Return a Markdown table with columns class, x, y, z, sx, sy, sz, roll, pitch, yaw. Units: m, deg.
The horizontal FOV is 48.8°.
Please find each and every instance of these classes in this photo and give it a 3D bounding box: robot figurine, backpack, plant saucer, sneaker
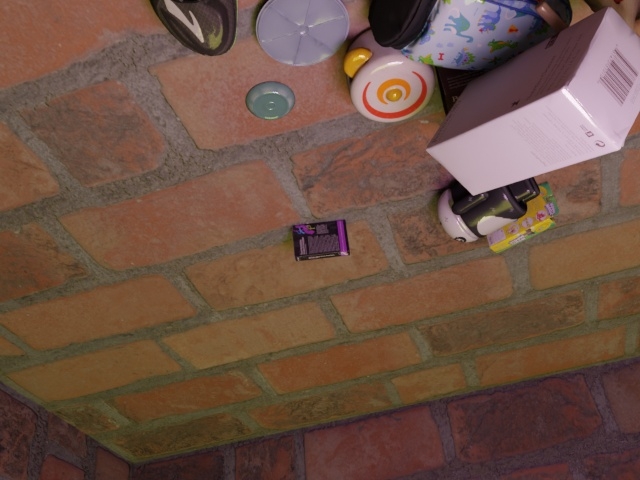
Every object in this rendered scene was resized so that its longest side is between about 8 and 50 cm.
| class | x | y | z | sx | sy | sz | roll | pitch | yaw |
| --- | --- | --- | --- | --- | --- | --- | --- | --- | --- |
| robot figurine | 0.457 | -0.105 | 1.947 | 0.278 | 0.173 | 0.209 | -30 | 124 | 28 |
| backpack | 0.320 | -0.467 | 1.409 | 0.356 | 0.273 | 0.290 | -8 | 158 | -24 |
| plant saucer | -0.119 | -0.328 | 1.690 | 0.120 | 0.021 | 0.119 | -4 | 143 | -3 |
| sneaker | -0.264 | -0.516 | 1.269 | 0.186 | 0.202 | 0.482 | -9 | 143 | 4 |

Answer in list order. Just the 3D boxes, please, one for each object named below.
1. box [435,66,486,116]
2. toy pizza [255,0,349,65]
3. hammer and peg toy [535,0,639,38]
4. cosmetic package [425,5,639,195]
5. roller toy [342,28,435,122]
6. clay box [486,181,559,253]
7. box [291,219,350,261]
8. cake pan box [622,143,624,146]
| class | x | y | z | sx | sy | sz | roll | pitch | yaw |
| --- | --- | --- | --- | --- | --- | --- | --- | --- | --- |
| box | 0.365 | -0.342 | 1.625 | 0.169 | 0.166 | 0.203 | -14 | 142 | 11 |
| toy pizza | -0.039 | -0.462 | 1.517 | 0.202 | 0.032 | 0.201 | -5 | 143 | -4 |
| hammer and peg toy | 0.543 | -0.479 | 1.324 | 0.266 | 0.361 | 0.127 | 26 | 157 | -34 |
| cosmetic package | 0.397 | -0.241 | 1.312 | 0.156 | 0.217 | 0.385 | 41 | 155 | -16 |
| roller toy | 0.154 | -0.367 | 1.576 | 0.191 | 0.146 | 0.209 | -12 | 142 | 7 |
| clay box | 0.586 | -0.067 | 2.058 | 0.222 | 0.127 | 0.053 | -28 | 139 | 27 |
| box | 0.000 | 0.000 | 2.064 | 0.162 | 0.116 | 0.029 | -5 | 144 | -1 |
| cake pan box | 0.616 | -0.329 | 1.710 | 0.246 | 0.070 | 0.266 | -3 | 131 | 8 |
